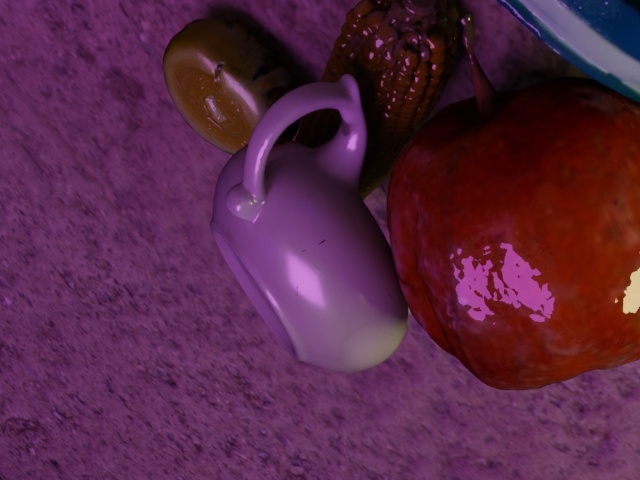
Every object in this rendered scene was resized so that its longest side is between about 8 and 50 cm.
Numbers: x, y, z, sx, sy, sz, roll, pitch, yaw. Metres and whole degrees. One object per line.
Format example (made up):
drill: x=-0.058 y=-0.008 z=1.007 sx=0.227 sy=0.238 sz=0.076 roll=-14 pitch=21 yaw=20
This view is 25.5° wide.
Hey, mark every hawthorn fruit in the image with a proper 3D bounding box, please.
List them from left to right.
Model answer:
hawthorn fruit: x=0.148 y=-0.035 z=1.015 sx=0.242 sy=0.242 sz=0.271 roll=-1 pitch=122 yaw=45

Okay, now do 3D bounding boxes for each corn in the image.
corn: x=0.034 y=-0.104 z=1.167 sx=0.097 sy=0.097 sz=0.320 roll=37 pitch=148 yaw=4

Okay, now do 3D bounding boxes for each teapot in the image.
teapot: x=0.000 y=0.000 z=1.127 sx=0.204 sy=0.139 sz=0.298 roll=54 pitch=170 yaw=35

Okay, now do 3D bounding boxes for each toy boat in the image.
toy boat: x=0.162 y=-0.191 z=0.940 sx=0.299 sy=0.096 sz=0.062 roll=42 pitch=137 yaw=-9

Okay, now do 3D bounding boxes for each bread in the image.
bread: x=-0.076 y=-0.135 z=1.254 sx=0.139 sy=0.071 sz=0.130 roll=31 pitch=143 yaw=16
